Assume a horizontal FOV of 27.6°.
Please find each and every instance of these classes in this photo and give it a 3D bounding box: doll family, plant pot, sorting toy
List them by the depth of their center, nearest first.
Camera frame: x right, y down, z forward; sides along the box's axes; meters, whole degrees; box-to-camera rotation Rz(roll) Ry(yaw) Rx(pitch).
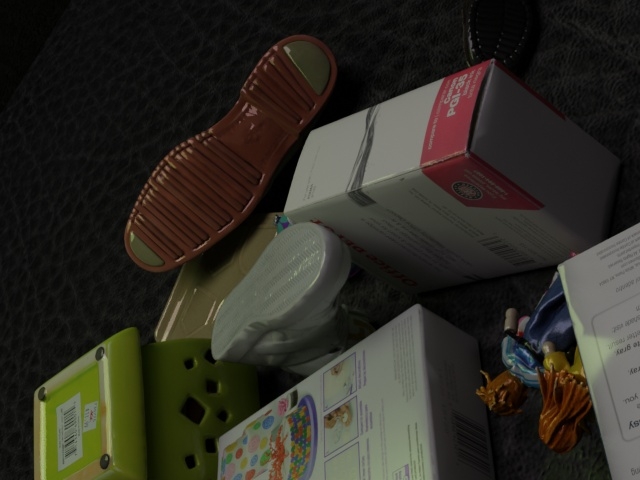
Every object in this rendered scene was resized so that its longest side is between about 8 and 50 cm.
[{"bbox_3d":[0.221,0.102,1.169,0.163,0.118,0.263,-57,31,5],"label":"doll family"},{"bbox_3d":[-0.217,0.243,1.565,0.227,0.207,0.228,-33,52,36],"label":"plant pot"},{"bbox_3d":[-0.136,0.104,1.775,0.229,0.041,0.307,3,66,51],"label":"sorting toy"}]

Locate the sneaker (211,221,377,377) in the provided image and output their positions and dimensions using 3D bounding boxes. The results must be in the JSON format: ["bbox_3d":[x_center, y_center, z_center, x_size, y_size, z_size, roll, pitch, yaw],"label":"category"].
[{"bbox_3d":[0.007,0.075,1.445,0.292,0.169,0.108,139,142,-57],"label":"sneaker"}]

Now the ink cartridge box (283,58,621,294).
[{"bbox_3d":[0.130,-0.054,1.349,0.283,0.207,0.117,-15,51,49],"label":"ink cartridge box"}]

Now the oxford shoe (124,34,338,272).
[{"bbox_3d":[-0.112,-0.108,1.831,0.397,0.140,0.146,-45,-6,2],"label":"oxford shoe"}]

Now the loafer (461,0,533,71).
[{"bbox_3d":[0.210,-0.276,1.575,0.078,0.080,0.220,107,173,-59],"label":"loafer"}]

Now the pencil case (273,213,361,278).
[{"bbox_3d":[0.000,0.000,1.633,0.151,0.064,0.070,31,115,59],"label":"pencil case"}]

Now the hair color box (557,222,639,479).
[{"bbox_3d":[0.305,0.146,0.940,0.174,0.105,0.347,-32,56,38],"label":"hair color box"}]

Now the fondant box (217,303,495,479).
[{"bbox_3d":[0.026,0.251,1.350,0.330,0.096,0.238,-36,38,32],"label":"fondant box"}]
